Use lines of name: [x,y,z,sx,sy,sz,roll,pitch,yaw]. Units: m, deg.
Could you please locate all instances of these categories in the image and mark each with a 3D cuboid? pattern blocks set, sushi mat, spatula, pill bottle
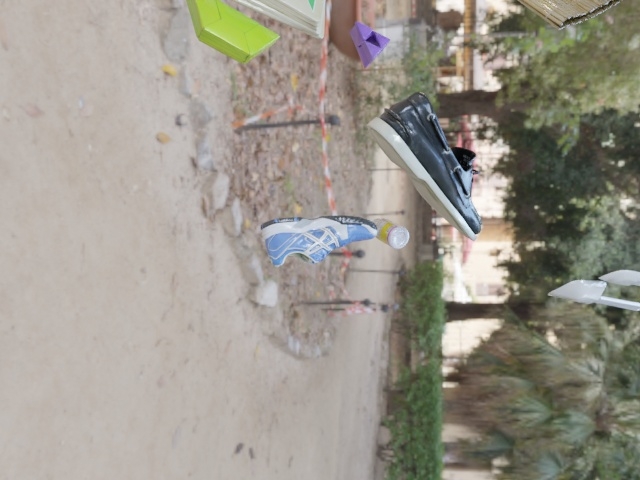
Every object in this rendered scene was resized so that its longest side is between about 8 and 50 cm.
pattern blocks set: [-0.063,-0.287,0.636,0.026,0.324,0.286,-33,-147,51]
sushi mat: [0.275,-0.412,0.946,0.316,0.151,0.019,46,-31,24]
spatula: [0.427,0.055,0.865,0.242,0.168,0.019,10,56,-42]
pill bottle: [0.127,-0.016,1.233,0.083,0.043,0.044,35,-46,58]

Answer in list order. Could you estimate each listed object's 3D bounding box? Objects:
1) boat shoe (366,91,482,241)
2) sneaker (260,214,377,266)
boat shoe: [0.209,-0.122,1.109,0.340,0.113,0.127,42,3,-36]
sneaker: [0.000,0.000,1.163,0.080,0.211,0.081,147,-63,-75]
